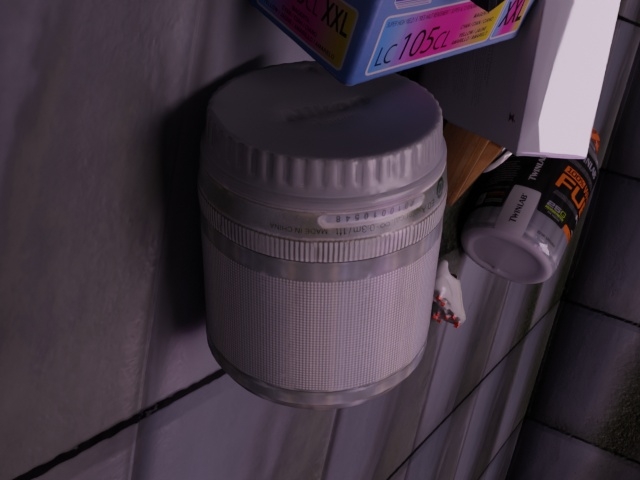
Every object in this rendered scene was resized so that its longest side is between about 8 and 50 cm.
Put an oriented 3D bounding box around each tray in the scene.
[{"bbox_3d":[0.282,-0.255,1.207,0.203,0.076,0.411,-43,164,-43],"label":"tray"}]

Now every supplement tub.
[{"bbox_3d":[0.416,-0.091,1.621,0.316,0.194,0.193,-60,154,-22],"label":"supplement tub"}]

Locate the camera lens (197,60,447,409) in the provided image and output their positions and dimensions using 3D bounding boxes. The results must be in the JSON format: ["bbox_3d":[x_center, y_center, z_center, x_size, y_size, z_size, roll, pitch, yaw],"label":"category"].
[{"bbox_3d":[0.000,0.000,0.771,0.219,0.219,0.274,-43,144,-46],"label":"camera lens"}]

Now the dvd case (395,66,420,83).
[{"bbox_3d":[0.123,-0.190,1.138,0.221,0.018,0.164,-63,154,-14],"label":"dvd case"}]

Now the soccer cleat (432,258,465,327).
[{"bbox_3d":[0.237,0.103,1.548,0.076,0.068,0.196,-66,153,-18],"label":"soccer cleat"}]

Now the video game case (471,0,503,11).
[{"bbox_3d":[0.211,-0.337,0.610,0.275,0.035,0.248,-41,154,-12],"label":"video game case"}]

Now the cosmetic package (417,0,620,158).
[{"bbox_3d":[0.225,-0.308,0.941,0.284,0.097,0.377,-125,-141,-66],"label":"cosmetic package"}]

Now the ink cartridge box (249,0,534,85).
[{"bbox_3d":[0.118,-0.348,0.668,0.270,0.151,0.395,-25,147,-39],"label":"ink cartridge box"}]

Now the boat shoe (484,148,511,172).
[{"bbox_3d":[0.338,-0.270,1.479,0.099,0.116,0.319,35,80,-21],"label":"boat shoe"}]
